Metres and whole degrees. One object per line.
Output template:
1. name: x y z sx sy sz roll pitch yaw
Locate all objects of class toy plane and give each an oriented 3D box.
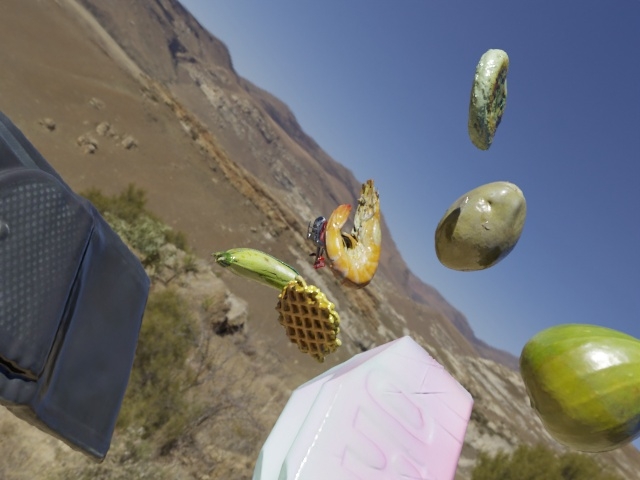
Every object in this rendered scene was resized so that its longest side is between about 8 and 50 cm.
1. toy plane: 0.000 0.000 1.314 0.060 0.145 0.037 -5 21 -41

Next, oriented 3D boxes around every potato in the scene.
1. potato: 0.357 -0.028 1.248 0.160 0.235 0.178 43 16 23

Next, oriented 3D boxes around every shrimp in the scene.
1. shrimp: 0.073 -0.020 1.141 0.068 0.249 0.150 -15 -42 41

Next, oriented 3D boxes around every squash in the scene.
1. squash: -0.175 0.076 1.580 0.341 0.094 0.094 26 18 -43

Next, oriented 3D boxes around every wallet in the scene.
1. wallet: -0.268 0.045 0.555 0.323 0.041 0.247 71 16 -48

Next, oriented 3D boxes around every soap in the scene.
1. soap: 0.037 0.253 0.607 0.193 0.109 0.324 43 46 -8

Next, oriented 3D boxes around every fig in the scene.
1. fig: 0.635 0.325 1.287 0.316 0.316 0.316 49 1 -2

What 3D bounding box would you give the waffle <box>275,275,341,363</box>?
1. waffle: -0.031 0.217 1.549 0.243 0.058 0.238 46 -43 22

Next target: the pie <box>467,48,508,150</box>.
1. pie: 0.310 -0.255 1.023 0.041 0.187 0.187 12 -17 26
